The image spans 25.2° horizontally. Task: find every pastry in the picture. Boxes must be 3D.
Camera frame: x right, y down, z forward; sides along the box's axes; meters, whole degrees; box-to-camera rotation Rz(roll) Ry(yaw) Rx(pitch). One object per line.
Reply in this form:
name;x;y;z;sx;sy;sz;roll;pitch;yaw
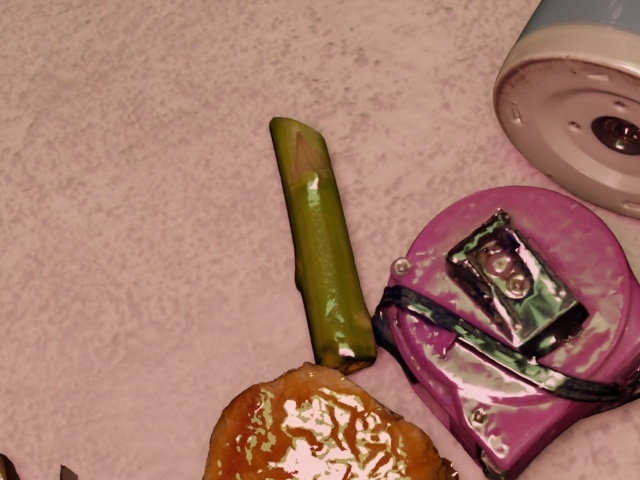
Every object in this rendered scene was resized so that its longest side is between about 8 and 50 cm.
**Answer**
pastry;0.010;0.218;1.280;0.229;0.100;0.218;-1;78;4

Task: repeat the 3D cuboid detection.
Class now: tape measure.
tape measure;0.181;0.075;1.296;0.231;0.149;0.245;-41;70;-8

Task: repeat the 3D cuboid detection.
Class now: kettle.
kettle;0.373;-0.197;1.359;0.319;0.247;0.342;37;67;-14

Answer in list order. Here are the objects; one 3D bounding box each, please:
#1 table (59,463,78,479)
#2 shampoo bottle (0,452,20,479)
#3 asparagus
table;-0.165;0.291;1.304;0.146;0.062;0.175;-3;67;6
shampoo bottle;-0.451;0.273;1.337;0.350;0.084;0.125;-13;75;1
asparagus;0.001;0.000;1.398;0.060;0.067;0.277;3;66;-33
